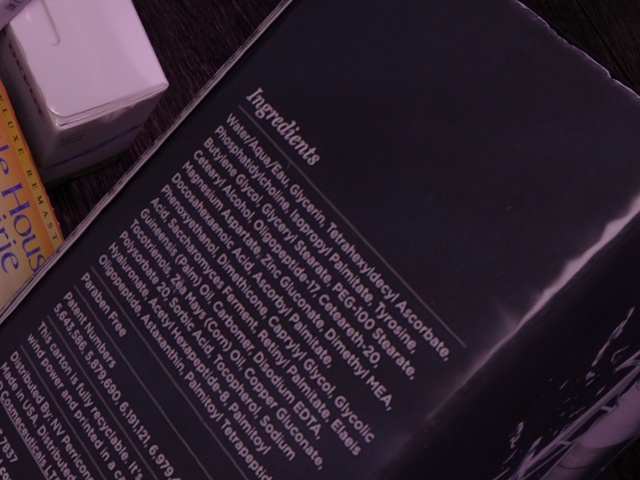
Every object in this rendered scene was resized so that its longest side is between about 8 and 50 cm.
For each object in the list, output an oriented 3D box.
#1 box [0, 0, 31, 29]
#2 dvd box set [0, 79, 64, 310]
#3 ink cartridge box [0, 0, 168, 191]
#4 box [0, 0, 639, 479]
[{"bbox_3d":[-0.389,-0.289,0.872,0.322,0.232,0.058,49,6,4],"label":"box"},{"bbox_3d":[-0.318,0.064,0.735,0.420,0.062,0.308,-47,122,-63],"label":"dvd box set"},{"bbox_3d":[-0.267,-0.182,1.039,0.117,0.278,0.201,-24,89,-22],"label":"ink cartridge box"},{"bbox_3d":[0.061,0.086,0.829,0.297,0.472,0.480,46,9,29],"label":"box"}]
